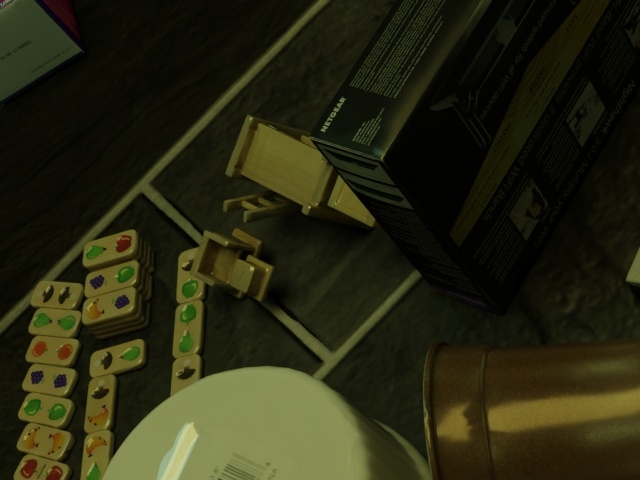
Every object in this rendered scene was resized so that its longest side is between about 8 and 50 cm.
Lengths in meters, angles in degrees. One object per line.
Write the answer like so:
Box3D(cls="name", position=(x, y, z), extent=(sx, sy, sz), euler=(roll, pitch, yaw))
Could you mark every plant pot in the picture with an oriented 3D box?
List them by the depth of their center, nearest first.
Box3D(cls="plant pot", position=(0.176, 0.143, 1.335), extent=(0.165, 0.167, 0.167), euler=(-11, 54, 17))

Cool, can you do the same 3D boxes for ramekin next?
Box3D(cls="ramekin", position=(-0.049, 0.232, 1.419), extent=(0.277, 0.135, 0.277), euler=(-16, 53, 22))

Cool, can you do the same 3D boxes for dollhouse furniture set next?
Box3D(cls="dollhouse furniture set", position=(0.000, 0.000, 1.605), extent=(0.182, 0.101, 0.161), euler=(28, 101, 40))

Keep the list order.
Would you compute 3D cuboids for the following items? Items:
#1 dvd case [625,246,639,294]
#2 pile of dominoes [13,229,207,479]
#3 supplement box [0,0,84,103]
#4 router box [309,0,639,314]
Box3D(cls="dvd case", position=(0.375, -0.016, 1.405), extent=(0.238, 0.029, 0.179), euler=(12, 66, 36))
Box3D(cls="pile of dominoes", position=(-0.200, 0.110, 1.660), extent=(0.196, 0.040, 0.251), euler=(-15, 52, 22))
Box3D(cls="supplement box", position=(-0.346, -0.276, 1.970), extent=(0.111, 0.114, 0.220), euler=(-31, 46, 11))
Box3D(cls="router box", position=(0.148, -0.132, 1.479), extent=(0.081, 0.243, 0.309), euler=(20, 70, 39))
